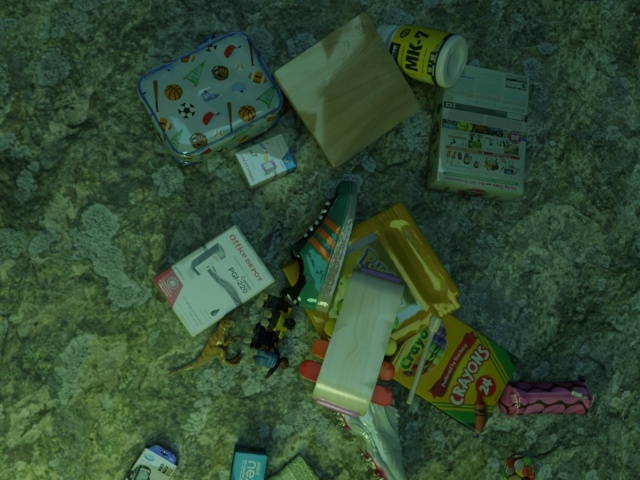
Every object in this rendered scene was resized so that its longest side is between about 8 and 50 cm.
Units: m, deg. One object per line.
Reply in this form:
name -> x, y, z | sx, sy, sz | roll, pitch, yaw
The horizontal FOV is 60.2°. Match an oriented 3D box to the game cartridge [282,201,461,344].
game cartridge -> 0.118, 0.103, 1.254 | 0.324, 0.052, 0.285 | -30, 75, -4

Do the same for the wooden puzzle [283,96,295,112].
wooden puzzle -> -0.060, -0.351, 1.347 | 0.049, 0.006, 0.083 | 8, 82, -8

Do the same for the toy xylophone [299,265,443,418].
toy xylophone -> 0.109, 0.218, 1.157 | 0.236, 0.081, 0.322 | 26, 77, 9

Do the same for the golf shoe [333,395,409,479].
golf shoe -> 0.139, 0.431, 1.236 | 0.140, 0.115, 0.306 | -32, 90, -15

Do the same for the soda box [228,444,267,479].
soda box -> -0.168, 0.558, 1.189 | 0.071, 0.067, 0.210 | 10, 81, -8

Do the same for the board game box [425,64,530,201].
board game box -> 0.389, -0.266, 1.369 | 0.224, 0.097, 0.303 | 8, 80, -8

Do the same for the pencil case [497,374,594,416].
pencil case -> 0.532, 0.373, 1.314 | 0.210, 0.098, 0.095 | -1, 83, -9

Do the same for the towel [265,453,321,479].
towel -> -0.043, 0.564, 1.230 | 0.110, 0.027, 0.148 | -35, 90, -13

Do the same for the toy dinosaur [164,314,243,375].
toy dinosaur -> -0.234, 0.243, 1.218 | 0.112, 0.064, 0.211 | 36, 108, -11

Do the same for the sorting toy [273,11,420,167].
sorting toy -> 0.057, -0.347, 1.300 | 0.257, 0.089, 0.255 | -36, 105, -8

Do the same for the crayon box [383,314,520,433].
crayon box -> 0.277, 0.277, 1.292 | 0.319, 0.081, 0.202 | 33, 80, -4

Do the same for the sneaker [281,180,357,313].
sneaker -> 0.000, 0.000, 1.209 | 0.121, 0.108, 0.302 | 16, 77, 2

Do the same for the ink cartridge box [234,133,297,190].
ink cartridge box -> -0.129, -0.182, 1.292 | 0.123, 0.052, 0.088 | -26, 88, -10

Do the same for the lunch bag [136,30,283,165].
lunch bag -> -0.246, -0.330, 1.262 | 0.303, 0.115, 0.243 | -29, 86, -11

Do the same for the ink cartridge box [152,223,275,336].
ink cartridge box -> -0.232, 0.088, 1.223 | 0.218, 0.092, 0.158 | -35, 90, -14

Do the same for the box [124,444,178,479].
box -> -0.368, 0.507, 1.182 | 0.081, 0.028, 0.136 | 33, 77, -4

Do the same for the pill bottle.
pill bottle -> 0.229, -0.443, 1.308 | 0.209, 0.119, 0.119 | 27, 77, 33

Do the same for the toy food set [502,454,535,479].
toy food set -> 0.475, 0.555, 1.322 | 0.083, 0.020, 0.082 | -17, 86, -11

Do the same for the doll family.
doll family -> -0.104, 0.210, 1.233 | 0.076, 0.111, 0.192 | 21, 85, 38
